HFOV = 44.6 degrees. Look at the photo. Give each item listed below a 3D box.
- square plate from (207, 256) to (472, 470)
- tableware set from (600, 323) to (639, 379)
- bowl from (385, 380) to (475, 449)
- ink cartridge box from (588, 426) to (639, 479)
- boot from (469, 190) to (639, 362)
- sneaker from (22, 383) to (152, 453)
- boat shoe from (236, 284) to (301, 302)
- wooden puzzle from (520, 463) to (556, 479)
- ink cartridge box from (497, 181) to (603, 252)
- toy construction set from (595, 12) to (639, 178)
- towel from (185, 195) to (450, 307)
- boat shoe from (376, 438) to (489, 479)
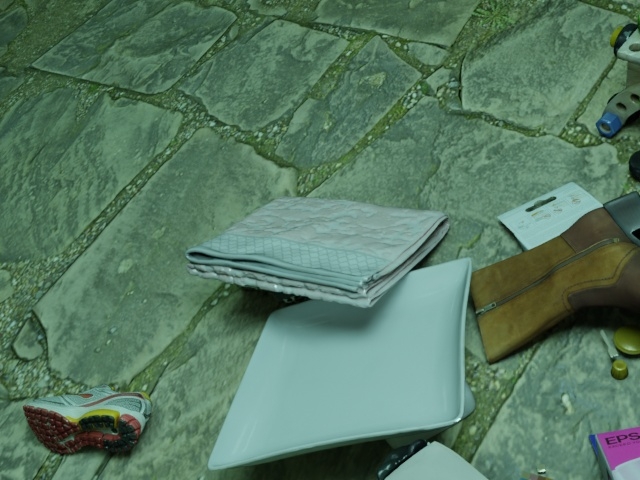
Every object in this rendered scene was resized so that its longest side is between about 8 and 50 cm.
[{"bbox_3d":[0.045,0.171,1.075,0.344,0.049,0.347,-17,26,22],"label":"square plate"},{"bbox_3d":[0.458,0.147,1.032,0.154,0.024,0.104,-15,46,6],"label":"tableware set"},{"bbox_3d":[0.128,0.202,1.086,0.142,0.053,0.142,-26,41,-6],"label":"bowl"},{"bbox_3d":[0.394,0.258,0.792,0.176,0.069,0.371,-13,12,11],"label":"ink cartridge box"},{"bbox_3d":[0.337,0.089,1.040,0.281,0.096,0.264,-31,50,23],"label":"boot"},{"bbox_3d":[-0.358,0.272,1.205,0.225,0.088,0.092,-1,26,21],"label":"sneaker"},{"bbox_3d":[-0.050,0.065,1.288,0.219,0.070,0.078,9,11,36],"label":"boat shoe"},{"bbox_3d":[0.265,0.311,0.952,0.049,0.006,0.083,9,51,30],"label":"wooden puzzle"},{"bbox_3d":[0.381,-0.010,1.217,0.146,0.045,0.179,-25,32,-3],"label":"ink cartridge box"},{"bbox_3d":[0.599,-0.265,1.232,0.309,0.237,0.257,-24,42,-3],"label":"toy construction set"},{"bbox_3d":[0.000,0.000,1.257,0.332,0.053,0.317,8,24,28],"label":"towel"},{"bbox_3d":[0.202,0.361,0.817,0.127,0.158,0.340,-31,43,-20],"label":"boat shoe"}]
